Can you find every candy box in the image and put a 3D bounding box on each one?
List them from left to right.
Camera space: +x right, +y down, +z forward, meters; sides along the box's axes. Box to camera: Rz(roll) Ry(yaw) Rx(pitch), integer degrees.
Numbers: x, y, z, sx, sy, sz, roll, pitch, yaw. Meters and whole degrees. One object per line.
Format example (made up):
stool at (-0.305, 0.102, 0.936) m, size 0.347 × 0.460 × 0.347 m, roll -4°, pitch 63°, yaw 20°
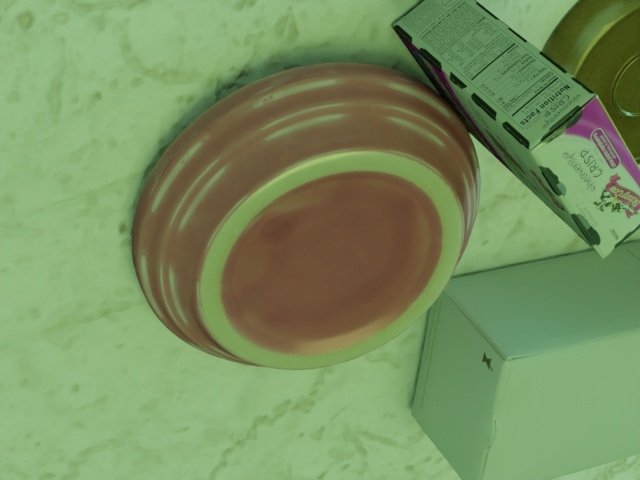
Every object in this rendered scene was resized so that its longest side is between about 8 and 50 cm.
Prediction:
candy box at (0.174, -0.108, 1.083) m, size 0.071 × 0.233 × 0.159 m, roll -40°, pitch 133°, yaw 3°

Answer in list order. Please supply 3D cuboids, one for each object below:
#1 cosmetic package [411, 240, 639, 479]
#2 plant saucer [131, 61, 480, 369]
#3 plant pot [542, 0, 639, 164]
cosmetic package at (0.301, 0.128, 1.385) m, size 0.366 × 0.155 × 0.197 m, roll -8°, pitch 126°, yaw -24°
plant saucer at (0.000, 0.000, 1.144) m, size 0.332 × 0.084 × 0.332 m, roll -12°, pitch 132°, yaw -14°
plant pot at (0.317, -0.162, 1.262) m, size 0.236 × 0.032 × 0.236 m, roll -15°, pitch 128°, yaw -20°
